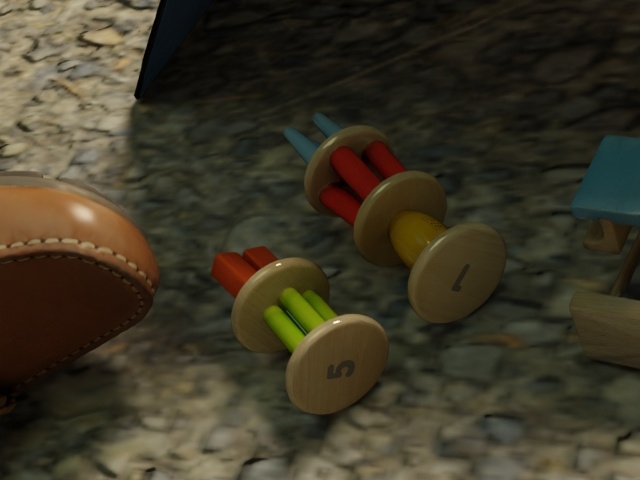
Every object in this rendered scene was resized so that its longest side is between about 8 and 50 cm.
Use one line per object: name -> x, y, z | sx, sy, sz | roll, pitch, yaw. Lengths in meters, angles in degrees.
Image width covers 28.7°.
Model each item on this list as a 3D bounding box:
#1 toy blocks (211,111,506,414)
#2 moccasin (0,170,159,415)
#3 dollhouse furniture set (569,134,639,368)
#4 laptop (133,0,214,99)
toy blocks -> 0.000, 0.000, 0.609 | 0.123, 0.054, 0.148 | -36, 44, -8
moccasin -> -0.251, 0.085, 0.602 | 0.380, 0.139, 0.147 | -21, 50, 5
dollhouse furniture set -> 0.186, -0.050, 0.502 | 0.129, 0.129, 0.184 | 10, 55, 34
laptop -> 0.114, -0.246, 0.686 | 0.407, 0.236, 0.382 | 18, 61, 29
